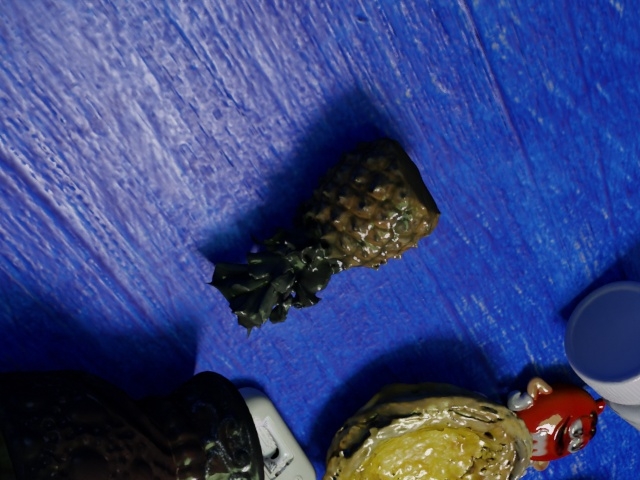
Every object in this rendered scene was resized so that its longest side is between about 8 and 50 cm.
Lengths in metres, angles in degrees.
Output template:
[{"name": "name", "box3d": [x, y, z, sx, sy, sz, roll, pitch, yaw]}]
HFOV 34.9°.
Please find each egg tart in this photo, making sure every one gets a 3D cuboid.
[{"name": "egg tart", "box3d": [0.132, 0.280, 1.351, 0.291, 0.107, 0.290, -5, 128, -6]}]

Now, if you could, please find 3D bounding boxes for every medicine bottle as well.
[{"name": "medicine bottle", "box3d": [0.458, 0.176, 1.379, 0.165, 0.165, 0.273, -44, 133, 13]}]

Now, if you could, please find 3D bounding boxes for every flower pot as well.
[{"name": "flower pot", "box3d": [-0.218, 0.251, 1.078, 0.267, 0.266, 0.266, -7, 130, -35]}]

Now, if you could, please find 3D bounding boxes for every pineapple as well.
[{"name": "pineapple", "box3d": [0.000, 0.000, 1.063, 0.248, 0.128, 0.128, -35, 133, 13]}]

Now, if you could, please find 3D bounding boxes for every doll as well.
[{"name": "doll", "box3d": [0.304, 0.267, 1.439, 0.217, 0.085, 0.183, -4, 127, -11]}]

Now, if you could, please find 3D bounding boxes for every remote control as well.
[{"name": "remote control", "box3d": [-0.064, 0.267, 1.274, 0.078, 0.042, 0.221, -44, 131, -20]}]
